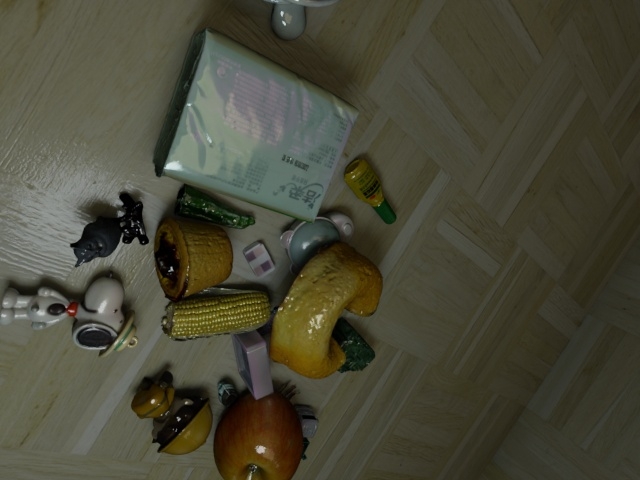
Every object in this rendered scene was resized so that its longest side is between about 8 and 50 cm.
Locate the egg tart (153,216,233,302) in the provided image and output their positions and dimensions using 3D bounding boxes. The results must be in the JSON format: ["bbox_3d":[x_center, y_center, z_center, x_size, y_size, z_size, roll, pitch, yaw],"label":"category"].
[{"bbox_3d":[-0.326,0.042,1.026,0.171,0.215,0.215,-8,113,-39],"label":"egg tart"}]

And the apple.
[{"bbox_3d":[-0.187,0.649,1.286,0.302,0.301,0.301,-11,115,-26],"label":"apple"}]

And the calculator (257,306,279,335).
[{"bbox_3d":[-0.151,0.264,1.322,0.141,0.019,0.094,-19,115,-22],"label":"calculator"}]

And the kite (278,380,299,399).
[{"bbox_3d":[-0.184,0.598,1.439,0.245,0.015,0.141,-37,124,-8],"label":"kite"}]

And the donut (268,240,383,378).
[{"bbox_3d":[0.027,0.219,1.214,0.435,0.164,0.377,-55,152,-8],"label":"donut"}]

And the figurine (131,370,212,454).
[{"bbox_3d":[-0.429,0.512,1.174,0.192,0.167,0.256,-37,122,4],"label":"figurine"}]

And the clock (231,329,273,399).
[{"bbox_3d":[-0.212,0.367,1.248,0.063,0.150,0.197,-17,117,-27],"label":"clock"}]

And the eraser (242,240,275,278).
[{"bbox_3d":[-0.184,0.058,1.215,0.065,0.026,0.105,-32,123,-12],"label":"eraser"}]

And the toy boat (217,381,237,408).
[{"bbox_3d":[-0.302,0.489,1.299,0.059,0.066,0.140,-35,152,-26],"label":"toy boat"}]

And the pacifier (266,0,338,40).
[{"bbox_3d":[-0.069,-0.572,0.962,0.279,0.227,0.207,-17,157,-23],"label":"pacifier"}]

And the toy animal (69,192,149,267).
[{"bbox_3d":[-0.500,-0.023,0.917,0.210,0.117,0.121,-49,149,-61],"label":"toy animal"}]

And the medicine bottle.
[{"bbox_3d":[0.171,-0.148,1.315,0.095,0.064,0.260,-47,126,-6],"label":"medicine bottle"}]

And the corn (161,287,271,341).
[{"bbox_3d":[-0.293,0.212,1.166,0.306,0.122,0.123,-1,127,-27],"label":"corn"}]

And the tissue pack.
[{"bbox_3d":[-0.156,-0.259,0.994,0.405,0.205,0.331,16,101,-34],"label":"tissue pack"}]

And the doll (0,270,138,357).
[{"bbox_3d":[-0.598,0.193,0.978,0.272,0.144,0.207,-10,93,-30],"label":"doll"}]

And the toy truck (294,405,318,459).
[{"bbox_3d":[-0.087,0.728,1.485,0.110,0.116,0.215,23,97,-34],"label":"toy truck"}]

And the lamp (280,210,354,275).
[{"bbox_3d":[0.002,0.001,1.251,0.246,0.108,0.179,-27,125,-19],"label":"lamp"}]

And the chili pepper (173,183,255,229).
[{"bbox_3d":[-0.272,-0.080,1.092,0.227,0.059,0.088,16,96,-36],"label":"chili pepper"}]

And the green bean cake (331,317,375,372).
[{"bbox_3d":[0.083,0.413,1.466,0.193,0.107,0.208,-46,126,-8],"label":"green bean cake"}]
